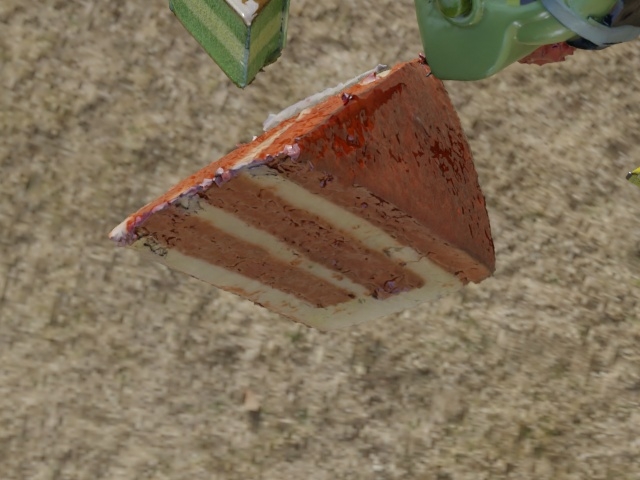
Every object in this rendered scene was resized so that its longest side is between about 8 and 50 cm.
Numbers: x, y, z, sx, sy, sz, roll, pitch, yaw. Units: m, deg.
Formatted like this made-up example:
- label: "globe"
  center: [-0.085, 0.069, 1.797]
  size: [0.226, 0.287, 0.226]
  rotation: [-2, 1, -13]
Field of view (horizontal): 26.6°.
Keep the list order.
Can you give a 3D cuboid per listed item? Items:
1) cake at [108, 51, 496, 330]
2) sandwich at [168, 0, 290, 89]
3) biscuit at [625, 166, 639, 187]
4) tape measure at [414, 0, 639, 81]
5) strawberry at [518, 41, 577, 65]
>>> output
- label: "cake"
  center: [0.000, 0.000, 0.842]
  size: [0.158, 0.262, 0.159]
  rotation: [-22, 99, 25]
- label: "sandwich"
  center: [-0.092, -0.185, 1.111]
  size: [0.116, 0.074, 0.074]
  rotation: [22, 134, 16]
- label: "biscuit"
  center: [0.374, -0.125, 1.318]
  size: [0.048, 0.026, 0.292]
  rotation: [39, 148, 10]
- label: "tape measure"
  center: [0.121, -0.193, 0.773]
  size: [0.175, 0.106, 0.200]
  rotation: [8, 120, 44]
- label: "strawberry"
  center: [0.271, -0.318, 1.739]
  size: [0.234, 0.178, 0.233]
  rotation: [-5, 68, 12]
